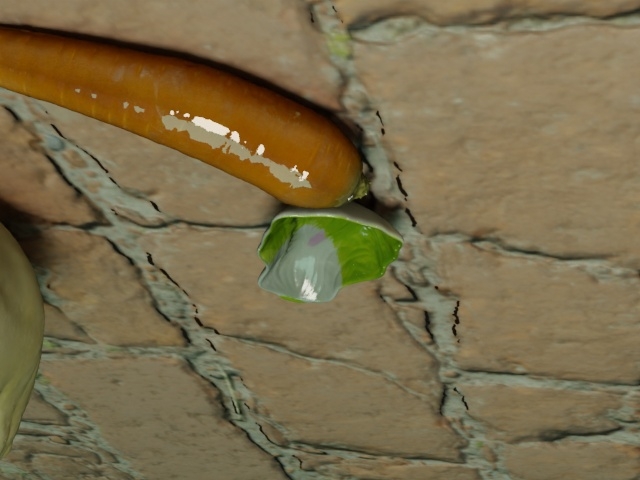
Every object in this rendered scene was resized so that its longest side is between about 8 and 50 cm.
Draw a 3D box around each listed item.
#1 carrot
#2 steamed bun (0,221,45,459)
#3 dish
[{"bbox_3d":[-0.093,-0.081,0.707,0.271,0.066,0.062,20,106,-11],"label":"carrot"},{"bbox_3d":[-0.332,0.057,0.892,0.276,0.203,0.289,22,137,-2],"label":"steamed bun"},{"bbox_3d":[0.000,0.000,0.832,0.091,0.039,0.137,13,152,-14],"label":"dish"}]
